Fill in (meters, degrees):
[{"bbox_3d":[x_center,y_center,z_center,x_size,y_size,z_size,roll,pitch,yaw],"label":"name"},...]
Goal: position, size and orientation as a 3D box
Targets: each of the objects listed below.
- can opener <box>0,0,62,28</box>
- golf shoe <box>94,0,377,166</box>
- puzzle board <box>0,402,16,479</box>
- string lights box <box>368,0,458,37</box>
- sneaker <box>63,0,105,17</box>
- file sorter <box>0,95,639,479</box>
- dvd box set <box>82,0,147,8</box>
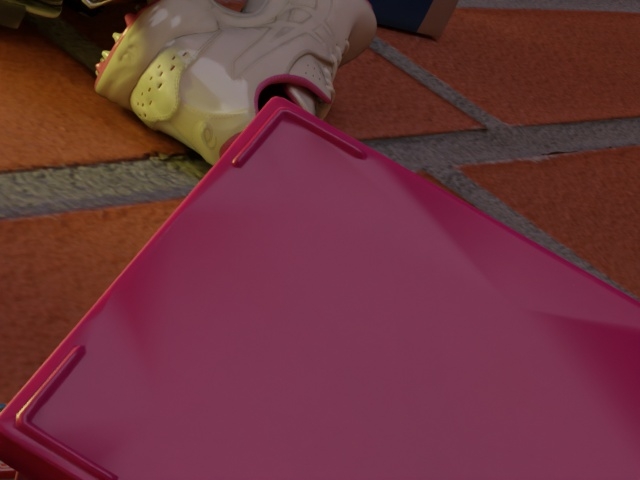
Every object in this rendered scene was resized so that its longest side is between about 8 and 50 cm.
[{"bbox_3d":[-0.311,-0.228,1.273,0.283,0.095,0.076,15,24,-25],"label":"can opener"},{"bbox_3d":[-0.036,-0.123,1.345,0.140,0.115,0.306,43,35,18],"label":"golf shoe"},{"bbox_3d":[-0.150,0.107,0.823,0.128,0.011,0.096,2,32,-44],"label":"puzzle board"},{"bbox_3d":[0.007,-0.285,1.765,0.260,0.077,0.133,7,30,-38],"label":"string lights box"},{"bbox_3d":[-0.226,-0.247,1.441,0.106,0.078,0.234,11,25,-19],"label":"sneaker"},{"bbox_3d":[0.039,0.127,0.703,0.291,0.182,0.202,30,50,8],"label":"file sorter"},{"bbox_3d":[-0.160,-0.335,1.366,0.420,0.062,0.307,-52,123,-80],"label":"dvd box set"}]
